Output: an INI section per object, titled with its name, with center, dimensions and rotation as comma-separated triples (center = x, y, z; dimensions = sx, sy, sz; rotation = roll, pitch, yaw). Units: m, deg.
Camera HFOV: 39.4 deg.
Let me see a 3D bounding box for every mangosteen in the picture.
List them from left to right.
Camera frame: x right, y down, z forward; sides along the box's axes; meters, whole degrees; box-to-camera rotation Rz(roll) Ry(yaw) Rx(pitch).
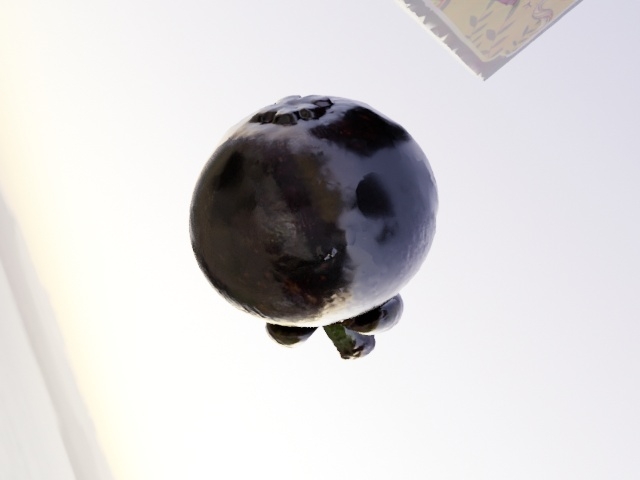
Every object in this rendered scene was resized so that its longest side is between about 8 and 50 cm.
[mangosteen]
center = 0.000, 0.000, 0.815
dimensions = 0.228, 0.228, 0.265
rotation = 39, -34, 60

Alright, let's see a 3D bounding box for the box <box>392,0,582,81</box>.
[box]
center = 0.222, -0.367, 0.817
dimensions = 0.138, 0.420, 0.373
rotation = 57, 17, 19
